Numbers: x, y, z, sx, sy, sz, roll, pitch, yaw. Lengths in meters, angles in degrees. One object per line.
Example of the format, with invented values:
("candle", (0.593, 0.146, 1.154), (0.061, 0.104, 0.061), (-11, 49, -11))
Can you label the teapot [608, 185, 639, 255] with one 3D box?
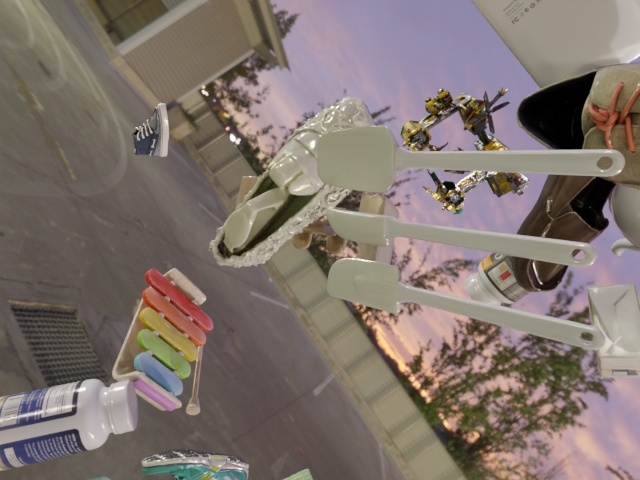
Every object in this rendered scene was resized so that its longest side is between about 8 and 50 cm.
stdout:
("teapot", (0.716, -0.102, 0.919), (0.252, 0.256, 0.187), (36, 8, -26))

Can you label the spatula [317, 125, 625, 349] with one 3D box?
("spatula", (0.095, -0.008, 0.352), (0.242, 0.019, 0.168), (10, -73, 39))

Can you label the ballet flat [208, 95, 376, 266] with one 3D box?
("ballet flat", (-0.063, -0.077, 0.768), (0.147, 0.409, 0.147), (31, 32, -22))

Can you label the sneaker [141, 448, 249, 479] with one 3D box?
("sneaker", (-0.303, 0.579, 1.066), (0.275, 0.110, 0.107), (24, -26, -27))

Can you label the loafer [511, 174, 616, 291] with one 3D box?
("loafer", (0.537, -0.035, 0.950), (0.130, 0.134, 0.366), (-120, -145, -62))

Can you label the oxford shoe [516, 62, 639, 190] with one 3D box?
("oxford shoe", (0.266, -0.073, 0.312), (0.348, 0.130, 0.123), (-104, -162, -75))

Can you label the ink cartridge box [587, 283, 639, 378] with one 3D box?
("ink cartridge box", (0.874, 0.284, 1.282), (0.353, 0.119, 0.207), (39, 49, -50))

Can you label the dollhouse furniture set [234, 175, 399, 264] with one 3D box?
("dollhouse furniture set", (0.000, 0.000, 1.260), (0.394, 0.256, 0.362), (7, -8, 24))

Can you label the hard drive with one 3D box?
("hard drive", (0.512, -0.476, 0.913), (0.353, 0.233, 0.047), (38, 35, -21))

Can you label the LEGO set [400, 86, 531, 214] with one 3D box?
("LEGO set", (0.367, -0.200, 1.088), (0.331, 0.255, 0.192), (58, 11, -32))

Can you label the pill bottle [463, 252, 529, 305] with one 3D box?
("pill bottle", (0.591, 0.093, 1.333), (0.162, 0.278, 0.162), (31, 32, -23))

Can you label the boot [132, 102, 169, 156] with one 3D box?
("boot", (-0.446, -0.283, 1.137), (0.190, 0.086, 0.069), (123, -44, -55))

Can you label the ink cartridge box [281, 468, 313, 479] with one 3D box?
("ink cartridge box", (-0.004, 0.446, 0.556), (0.235, 0.056, 0.171), (58, -31, 38))

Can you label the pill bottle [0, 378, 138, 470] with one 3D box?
("pill bottle", (-0.348, 0.246, 0.598), (0.094, 0.169, 0.094), (172, -90, -77))

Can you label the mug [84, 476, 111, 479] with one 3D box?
("mug", (-0.255, 0.319, 0.421), (0.097, 0.129, 0.158), (8, -1, -41))

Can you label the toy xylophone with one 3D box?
("toy xylophone", (-0.307, 0.217, 0.910), (0.236, 0.081, 0.322), (49, 18, -38))
